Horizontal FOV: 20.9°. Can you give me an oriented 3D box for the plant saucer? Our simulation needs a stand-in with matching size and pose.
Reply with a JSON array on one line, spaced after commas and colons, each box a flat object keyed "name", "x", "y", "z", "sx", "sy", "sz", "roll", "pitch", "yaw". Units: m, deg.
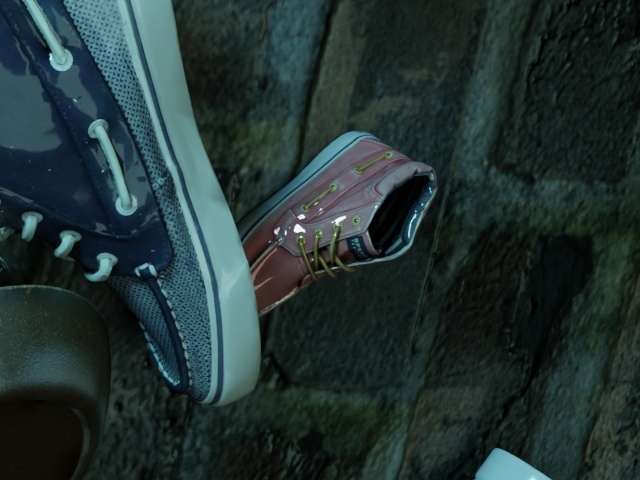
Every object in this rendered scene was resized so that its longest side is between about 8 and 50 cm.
[{"name": "plant saucer", "x": -0.237, "y": 0.150, "z": 0.980, "sx": 0.310, "sy": 0.050, "sz": 0.311, "roll": -33, "pitch": 156, "yaw": -17}]

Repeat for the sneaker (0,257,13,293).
[{"name": "sneaker", "x": -0.288, "y": 0.071, "z": 0.981, "sx": 0.283, "sy": 0.124, "sz": 0.107, "roll": -50, "pitch": 157, "yaw": 20}]

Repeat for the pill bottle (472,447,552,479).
[{"name": "pill bottle", "x": 0.110, "y": 0.292, "z": 1.371, "sx": 0.246, "sy": 0.136, "sz": 0.136, "roll": -54, "pitch": 133, "yaw": -8}]

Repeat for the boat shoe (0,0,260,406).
[{"name": "boat shoe", "x": -0.150, "y": -0.027, "z": 1.040, "sx": 0.158, "sy": 0.127, "sz": 0.341, "roll": -25, "pitch": 115, "yaw": -22}]

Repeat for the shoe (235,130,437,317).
[{"name": "shoe", "x": 0.000, "y": 0.000, "z": 1.191, "sx": 0.178, "sy": 0.081, "sz": 0.063, "roll": -46, "pitch": 131, "yaw": -15}]
